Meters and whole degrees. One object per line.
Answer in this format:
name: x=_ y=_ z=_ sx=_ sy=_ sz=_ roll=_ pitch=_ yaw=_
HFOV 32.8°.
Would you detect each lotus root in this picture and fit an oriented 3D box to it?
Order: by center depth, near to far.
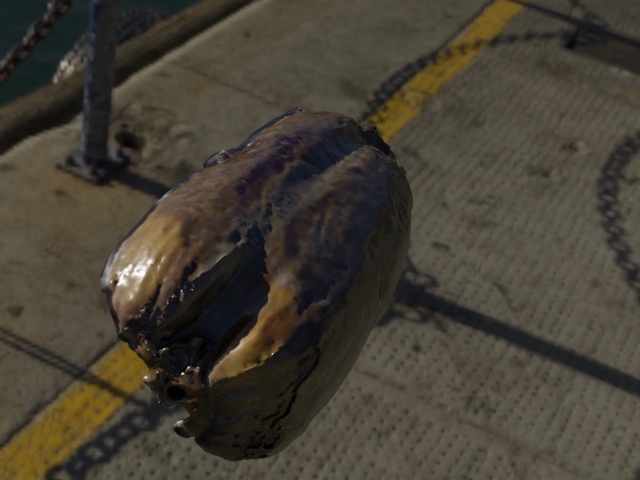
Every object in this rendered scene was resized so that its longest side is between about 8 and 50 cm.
lotus root: x=0.001 y=-0.001 z=0.679 sx=0.167 sy=0.078 sz=0.329 roll=55 pitch=34 yaw=-13
